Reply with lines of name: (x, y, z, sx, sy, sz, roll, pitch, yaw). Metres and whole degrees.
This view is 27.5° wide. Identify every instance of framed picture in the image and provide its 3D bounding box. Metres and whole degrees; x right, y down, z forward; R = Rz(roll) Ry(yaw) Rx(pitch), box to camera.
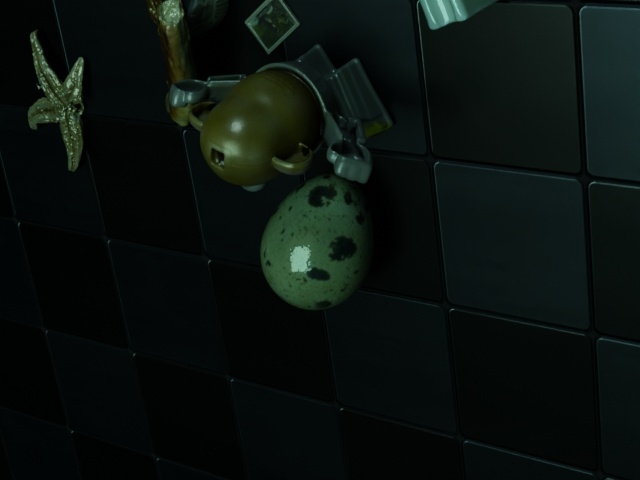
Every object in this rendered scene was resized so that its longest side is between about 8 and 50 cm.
framed picture: (-0.075, -0.336, 2.020, 0.066, 0.006, 0.089, 54, 135, -1)

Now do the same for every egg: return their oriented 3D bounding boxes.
egg: (0.000, 0.000, 2.042, 0.177, 0.177, 0.228, 30, 115, 22)

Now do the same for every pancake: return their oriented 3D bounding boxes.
pancake: (-0.255, -0.330, 2.099, 0.244, 0.057, 0.266, 64, 162, 17)

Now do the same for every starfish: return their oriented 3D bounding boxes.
starfish: (-0.484, -0.245, 2.374, 0.138, 0.050, 0.247, 29, 127, 25)

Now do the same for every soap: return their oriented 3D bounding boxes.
soap: (0.160, -0.391, 1.723, 0.066, 0.119, 0.198, -14, 106, 40)

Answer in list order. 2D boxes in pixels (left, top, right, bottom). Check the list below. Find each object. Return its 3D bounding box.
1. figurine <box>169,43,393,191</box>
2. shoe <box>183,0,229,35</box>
figurine: (-0.059, -0.175, 1.909, 0.342, 0.285, 0.167, 2, 114, 36)
shoe: (-0.200, -0.406, 2.043, 0.099, 0.071, 0.169, 44, 146, 32)
